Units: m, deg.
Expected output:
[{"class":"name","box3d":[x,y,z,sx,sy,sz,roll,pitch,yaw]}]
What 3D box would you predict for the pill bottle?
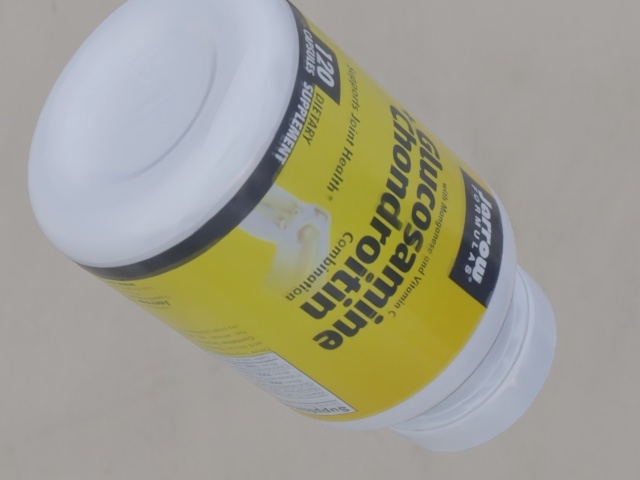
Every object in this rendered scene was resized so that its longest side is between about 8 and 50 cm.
[{"class":"pill bottle","box3d":[0.000,0.000,0.594,0.103,0.184,0.103,-23,49,29]}]
